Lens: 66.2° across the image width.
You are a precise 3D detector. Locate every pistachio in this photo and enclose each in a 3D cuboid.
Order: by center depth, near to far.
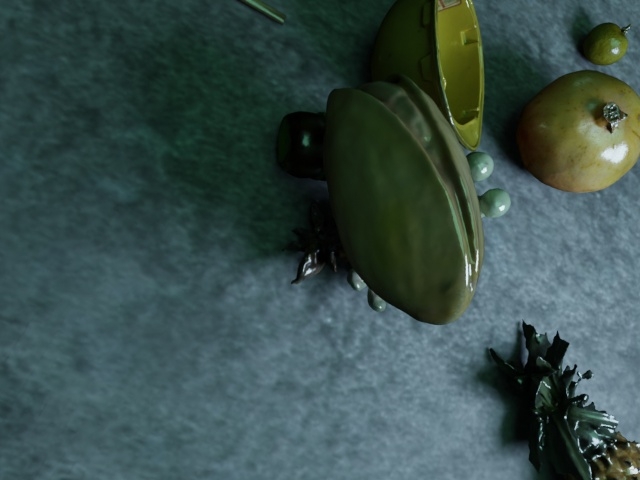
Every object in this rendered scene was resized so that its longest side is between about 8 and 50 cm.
[{"bbox_3d":[0.095,-0.047,0.562,0.162,0.181,0.293,-10,78,-19],"label":"pistachio"}]

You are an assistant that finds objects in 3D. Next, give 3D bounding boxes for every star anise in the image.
[{"bbox_3d":[0.002,-0.010,0.670,0.124,0.056,0.129,-20,54,12],"label":"star anise"}]

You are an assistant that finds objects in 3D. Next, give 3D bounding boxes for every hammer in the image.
[{"bbox_3d":[-0.131,-0.347,0.675,0.181,0.017,0.062,25,79,-18],"label":"hammer"}]

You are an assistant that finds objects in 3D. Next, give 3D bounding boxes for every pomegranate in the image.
[{"bbox_3d":[0.411,-0.170,0.775,0.191,0.191,0.192,1,86,-20],"label":"pomegranate"}]

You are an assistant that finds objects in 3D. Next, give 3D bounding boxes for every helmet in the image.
[{"bbox_3d":[0.143,-0.248,0.703,0.205,0.140,0.257,21,71,-53],"label":"helmet"}]

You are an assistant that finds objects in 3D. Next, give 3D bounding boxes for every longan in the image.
[{"bbox_3d":[0.517,-0.355,0.880,0.075,0.083,0.075,32,40,-32],"label":"longan"}]

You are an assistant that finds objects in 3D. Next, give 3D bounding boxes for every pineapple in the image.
[{"bbox_3d":[0.401,0.307,0.770,0.165,0.165,0.365,-39,91,-18],"label":"pineapple"}]

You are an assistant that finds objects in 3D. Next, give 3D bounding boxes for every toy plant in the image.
[{"bbox_3d":[0.026,-0.126,0.678,0.162,0.092,0.093,3,85,-20],"label":"toy plant"}]

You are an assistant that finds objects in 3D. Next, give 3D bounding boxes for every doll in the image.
[{"bbox_3d":[0.148,-0.010,0.712,0.275,0.113,0.155,-40,103,-11],"label":"doll"}]
